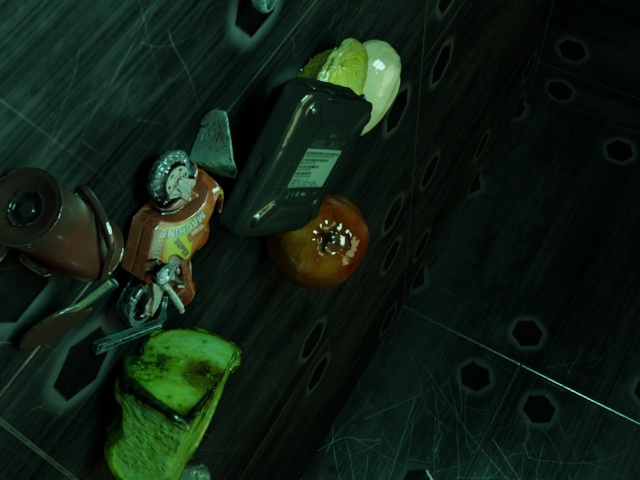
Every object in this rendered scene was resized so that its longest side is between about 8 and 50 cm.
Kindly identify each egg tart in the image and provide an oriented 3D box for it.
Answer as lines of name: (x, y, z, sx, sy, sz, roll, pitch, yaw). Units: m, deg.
egg tart: (0.013, -0.281, 1.532, 0.212, 0.090, 0.212, -54, 160, -29)

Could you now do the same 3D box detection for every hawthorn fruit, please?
hawthorn fruit: (0.000, 0.000, 1.643, 0.211, 0.211, 0.299, -63, -172, -2)

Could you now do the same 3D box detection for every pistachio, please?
pistachio: (0.085, -0.317, 1.670, 0.145, 0.117, 0.200, 14, 117, -36)

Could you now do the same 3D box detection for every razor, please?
razor: (-0.301, 0.146, 1.323, 0.190, 0.033, 0.066, -26, 138, -63)

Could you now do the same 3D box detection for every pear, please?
pear: (-0.272, 0.301, 1.433, 0.238, 0.164, 0.255, -56, 169, -58)

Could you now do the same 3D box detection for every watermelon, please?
watermelon: (-0.159, -0.142, 1.281, 0.180, 0.081, 0.094, 114, -9, -70)

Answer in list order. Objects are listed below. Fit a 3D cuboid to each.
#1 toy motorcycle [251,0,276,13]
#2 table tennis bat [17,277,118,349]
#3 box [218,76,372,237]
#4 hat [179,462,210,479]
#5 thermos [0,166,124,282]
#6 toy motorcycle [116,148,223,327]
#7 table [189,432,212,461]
toy motorcycle: (-0.072, -0.437, 1.071, 0.296, 0.109, 0.198, 89, 19, -68)
table tennis bat: (-0.332, 0.099, 1.076, 0.158, 0.014, 0.095, -35, 168, 12)
box: (-0.035, -0.135, 1.396, 0.288, 0.073, 0.290, -61, 160, 16)
hat: (-0.337, 0.523, 1.615, 0.245, 0.149, 0.214, 11, 151, -39)
thermos: (-0.309, -0.002, 0.997, 0.124, 0.098, 0.232, -31, 161, -1)
toy motorcycle: (-0.225, -0.004, 1.233, 0.171, 0.089, 0.298, -33, 145, -61)
table: (-0.283, 0.412, 1.669, 0.070, 0.082, 0.083, -63, 162, -5)
